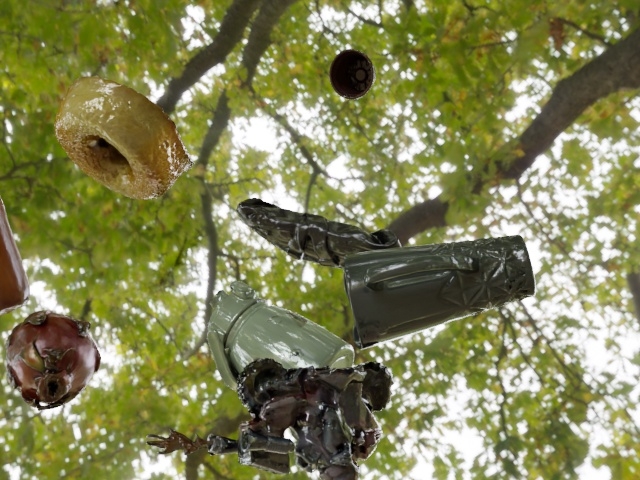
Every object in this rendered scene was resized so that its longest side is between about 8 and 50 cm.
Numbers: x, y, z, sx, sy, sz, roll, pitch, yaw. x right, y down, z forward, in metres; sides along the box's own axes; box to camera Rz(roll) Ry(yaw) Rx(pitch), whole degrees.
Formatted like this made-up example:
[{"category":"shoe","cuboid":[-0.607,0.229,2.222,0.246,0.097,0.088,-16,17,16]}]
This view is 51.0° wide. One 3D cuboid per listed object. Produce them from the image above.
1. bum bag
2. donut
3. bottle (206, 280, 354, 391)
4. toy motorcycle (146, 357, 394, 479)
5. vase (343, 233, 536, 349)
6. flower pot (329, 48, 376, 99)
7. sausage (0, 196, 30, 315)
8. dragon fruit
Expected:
[{"category":"bum bag","cuboid":[0.000,0.000,1.258,0.144,0.340,0.095,70,-144,-62]},{"category":"donut","cuboid":[-0.254,-0.120,0.853,0.075,0.174,0.190,-63,1,-22]},{"category":"bottle","cuboid":[-0.123,0.251,1.537,0.229,0.351,0.229,-45,-28,-33]},{"category":"toy motorcycle","cuboid":[-0.050,0.280,1.009,0.400,0.207,0.134,9,-18,-33]},{"category":"vase","cuboid":[0.177,0.067,1.055,0.300,0.156,0.251,-12,-20,8]},{"category":"flower pot","cuboid":[0.085,-0.381,1.544,0.111,0.111,0.089,-51,-10,24]},{"category":"sausage","cuboid":[-0.479,0.012,0.969,0.076,0.198,0.076,-16,2,1]},{"category":"dragon fruit","cuboid":[-0.697,0.303,1.744,0.250,0.251,0.315,-6,-1,-31]}]
